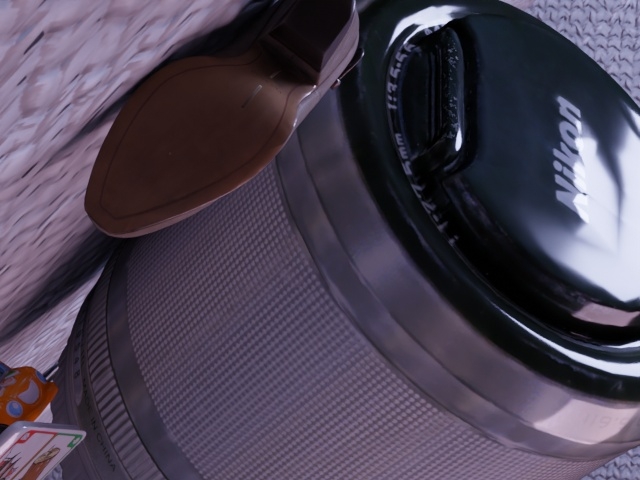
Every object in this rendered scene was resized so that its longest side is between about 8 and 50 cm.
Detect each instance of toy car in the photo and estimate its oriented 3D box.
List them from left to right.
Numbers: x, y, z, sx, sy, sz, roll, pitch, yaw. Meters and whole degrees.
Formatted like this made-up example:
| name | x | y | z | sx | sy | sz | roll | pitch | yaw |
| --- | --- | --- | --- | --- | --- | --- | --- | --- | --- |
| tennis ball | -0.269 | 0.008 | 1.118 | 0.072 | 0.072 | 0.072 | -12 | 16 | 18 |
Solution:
| name | x | y | z | sx | sy | sz | roll | pitch | yaw |
| --- | --- | --- | --- | --- | --- | --- | --- | --- | --- |
| toy car | -0.160 | 0.084 | 0.536 | 0.060 | 0.040 | 0.122 | -14 | -158 | 42 |

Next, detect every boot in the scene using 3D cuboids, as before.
| name | x | y | z | sx | sy | sz | roll | pitch | yaw |
| --- | --- | --- | --- | --- | --- | --- | --- | --- | --- |
| boot | -0.030 | -0.038 | 0.440 | 0.118 | 0.042 | 0.087 | -42 | -178 | -14 |

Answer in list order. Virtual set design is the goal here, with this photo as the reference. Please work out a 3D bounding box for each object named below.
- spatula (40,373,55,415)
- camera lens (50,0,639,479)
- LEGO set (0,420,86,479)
| name | x | y | z | sx | sy | sz | roll | pitch | yaw |
| --- | --- | --- | --- | --- | --- | --- | --- | --- | --- |
| spatula | -0.261 | 0.161 | 1.089 | 0.242 | 0.019 | 0.168 | -42 | -175 | 8 |
| camera lens | 0.023 | 0.036 | 0.630 | 0.274 | 0.219 | 0.219 | -43 | 180 | 41 |
| LEGO set | -0.204 | 0.125 | 0.417 | 0.244 | 0.060 | 0.182 | -46 | 162 | 5 |
